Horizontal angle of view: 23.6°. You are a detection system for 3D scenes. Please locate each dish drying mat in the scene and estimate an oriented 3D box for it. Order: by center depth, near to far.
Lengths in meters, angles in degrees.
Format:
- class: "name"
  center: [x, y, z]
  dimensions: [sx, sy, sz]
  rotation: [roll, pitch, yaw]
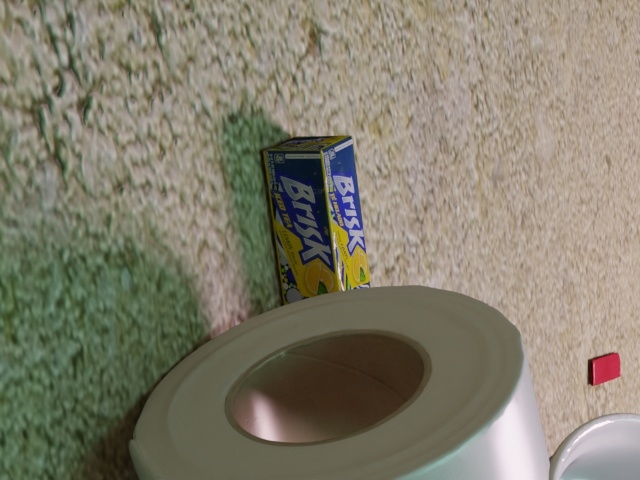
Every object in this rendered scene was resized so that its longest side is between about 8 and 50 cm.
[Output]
- class: "dish drying mat"
  center: [0.345, 0.156, 1.859]
  dimensions: [0.083, 0.008, 0.032]
  rotation: [-6, 96, -56]

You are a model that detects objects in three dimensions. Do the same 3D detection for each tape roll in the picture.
- class: "tape roll"
  center: [0.014, 0.143, 1.091]
  dimensions: [0.286, 0.286, 0.100]
  rotation: [-45, 129, -47]

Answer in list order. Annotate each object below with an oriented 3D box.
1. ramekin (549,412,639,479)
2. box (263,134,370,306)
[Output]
- class: "ramekin"
  center: [0.316, 0.333, 1.604]
  dimensions: [0.277, 0.135, 0.277]
  rotation: [16, 55, -23]
- class: "box"
  center: [0.000, 0.000, 1.263]
  dimensions: [0.054, 0.059, 0.169]
  rotation: [-31, 118, -55]
